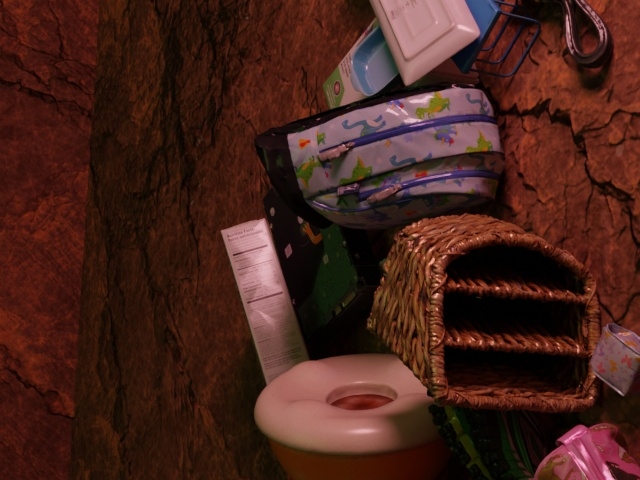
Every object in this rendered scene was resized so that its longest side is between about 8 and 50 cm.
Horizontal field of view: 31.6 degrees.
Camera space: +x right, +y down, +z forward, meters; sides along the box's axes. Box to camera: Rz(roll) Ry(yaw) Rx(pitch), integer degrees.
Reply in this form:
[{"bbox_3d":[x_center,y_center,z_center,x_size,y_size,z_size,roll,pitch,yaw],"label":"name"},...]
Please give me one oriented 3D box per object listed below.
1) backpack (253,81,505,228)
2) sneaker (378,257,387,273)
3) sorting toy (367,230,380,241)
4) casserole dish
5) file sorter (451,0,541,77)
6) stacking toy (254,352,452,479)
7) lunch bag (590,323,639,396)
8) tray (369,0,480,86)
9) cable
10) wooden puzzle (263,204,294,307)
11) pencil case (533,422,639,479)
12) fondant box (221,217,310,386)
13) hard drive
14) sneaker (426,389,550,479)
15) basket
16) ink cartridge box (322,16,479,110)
[{"bbox_3d":[0.120,-0.133,1.840,0.355,0.290,0.273,-29,74,12],"label":"backpack"},{"bbox_3d":[0.138,0.062,2.035,0.098,0.038,0.069,-33,56,53],"label":"sneaker"},{"bbox_3d":[0.075,-0.097,2.178,0.193,0.038,0.208,-52,48,42],"label":"sorting toy"},{"bbox_3d":[0.125,-0.316,1.889,0.188,0.037,0.114,-42,50,28],"label":"casserole dish"},{"bbox_3d":[0.261,-0.359,1.840,0.118,0.104,0.170,-62,38,32],"label":"file sorter"},{"bbox_3d":[0.081,0.452,1.872,0.350,0.350,0.480,20,117,59],"label":"stacking toy"},{"bbox_3d":[0.412,0.161,1.547,0.083,0.053,0.071,39,120,44],"label":"lunch bag"},{"bbox_3d":[0.153,-0.383,1.832,0.145,0.030,0.270,-35,49,21],"label":"tray"},{"bbox_3d":[0.376,-0.379,1.726,0.139,0.072,0.287,-43,58,14],"label":"cable"},{"bbox_3d":[-0.044,0.019,2.352,0.221,0.044,0.239,-22,71,55],"label":"wooden puzzle"},{"bbox_3d":[0.415,0.400,1.398,0.386,0.160,0.167,53,129,50],"label":"pencil case"},{"bbox_3d":[-0.097,0.156,2.213,0.238,0.096,0.330,85,168,-67],"label":"fondant box"},{"bbox_3d":[0.000,0.000,2.176,0.237,0.064,0.339,-51,48,47],"label":"hard drive"},{"bbox_3d":[0.295,0.330,1.646,0.134,0.146,0.343,-40,68,50],"label":"sneaker"},{"bbox_3d":[0.255,0.096,1.582,0.223,0.299,0.213,44,121,56],"label":"basket"},{"bbox_3d":[0.137,-0.281,2.020,0.278,0.117,0.201,-48,46,43],"label":"ink cartridge box"}]
